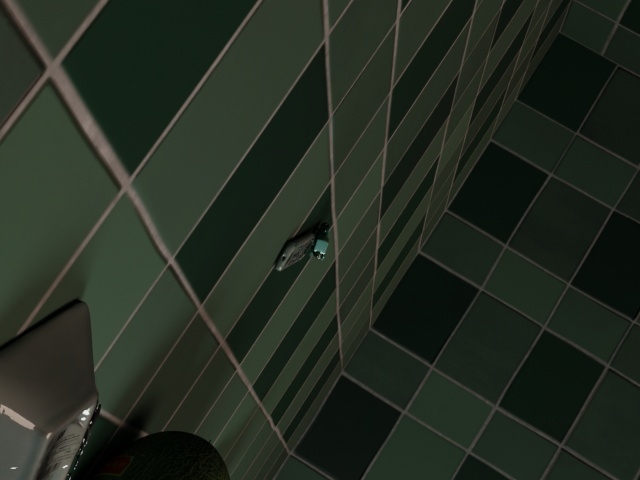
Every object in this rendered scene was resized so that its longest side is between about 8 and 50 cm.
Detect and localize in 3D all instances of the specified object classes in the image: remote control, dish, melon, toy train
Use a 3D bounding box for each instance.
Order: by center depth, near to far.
[{"bbox_3d":[-0.269,0.193,0.975,0.243,0.080,0.182,-65,168,27],"label":"dish"},{"bbox_3d":[-0.219,0.355,1.414,0.288,0.182,0.182,-44,162,-50],"label":"melon"},{"bbox_3d":[-0.041,0.017,1.751,0.053,0.018,0.124,-59,171,16],"label":"remote control"},{"bbox_3d":[0.000,0.000,1.828,0.092,0.029,0.045,-79,-170,-64],"label":"toy train"}]
